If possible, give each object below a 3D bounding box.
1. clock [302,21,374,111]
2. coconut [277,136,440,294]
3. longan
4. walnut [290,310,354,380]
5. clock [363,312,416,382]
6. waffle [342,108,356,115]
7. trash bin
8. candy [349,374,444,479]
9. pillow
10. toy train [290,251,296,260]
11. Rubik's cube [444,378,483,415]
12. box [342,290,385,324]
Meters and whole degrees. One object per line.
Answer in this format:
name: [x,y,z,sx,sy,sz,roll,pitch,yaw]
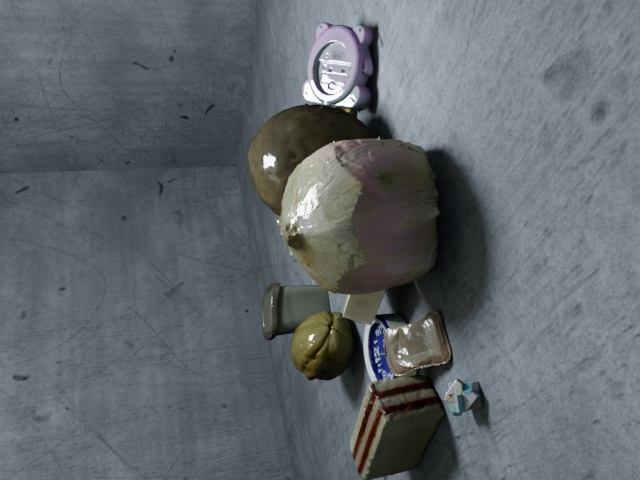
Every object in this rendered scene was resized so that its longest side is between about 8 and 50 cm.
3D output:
clock: [0.058,-0.529,1.775,0.227,0.090,0.248,18,106,33]
coconut: [0.072,-0.055,1.420,0.404,0.404,0.405,176,90,-73]
longan: [-0.020,-0.231,1.754,0.391,0.390,0.391,176,90,-73]
walnut: [0.011,0.370,2.073,0.283,0.227,0.283,-63,-6,-11]
clock: [0.199,0.326,1.683,0.230,0.083,0.231,174,90,-74]
waffle: [0.076,-0.508,1.923,0.229,0.057,0.219,-163,69,-70]
trash bin: [-0.102,0.282,2.369,0.220,0.250,0.219,141,124,-70]
candy: [0.196,0.503,1.563,0.135,0.179,0.321,-113,25,-43]
pillow: [0.242,0.269,1.492,0.211,0.034,0.135,-32,64,44]
toy train: [0.000,0.000,2.074,0.271,0.188,0.159,165,102,-75]
Rubik's cube: [0.316,0.350,1.307,0.084,0.073,0.075,112,149,-60]
box: [0.137,0.106,1.672,0.168,0.095,0.212,107,180,-46]
